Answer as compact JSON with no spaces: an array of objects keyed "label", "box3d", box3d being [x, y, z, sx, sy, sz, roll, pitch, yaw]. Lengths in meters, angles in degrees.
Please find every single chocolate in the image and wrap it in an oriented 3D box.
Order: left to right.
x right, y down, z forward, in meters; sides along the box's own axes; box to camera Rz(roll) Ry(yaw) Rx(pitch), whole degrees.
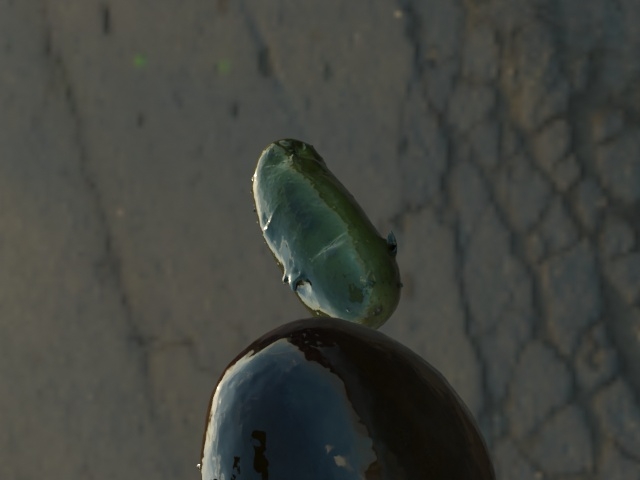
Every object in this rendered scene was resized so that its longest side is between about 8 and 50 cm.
[{"label":"chocolate","box3d":[0.007,0.100,0.741,0.124,0.133,0.127,-51,26,-17]}]

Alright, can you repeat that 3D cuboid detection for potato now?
[{"label":"potato","box3d":[0.000,0.000,1.400,0.188,0.085,0.105,61,150,30]}]
